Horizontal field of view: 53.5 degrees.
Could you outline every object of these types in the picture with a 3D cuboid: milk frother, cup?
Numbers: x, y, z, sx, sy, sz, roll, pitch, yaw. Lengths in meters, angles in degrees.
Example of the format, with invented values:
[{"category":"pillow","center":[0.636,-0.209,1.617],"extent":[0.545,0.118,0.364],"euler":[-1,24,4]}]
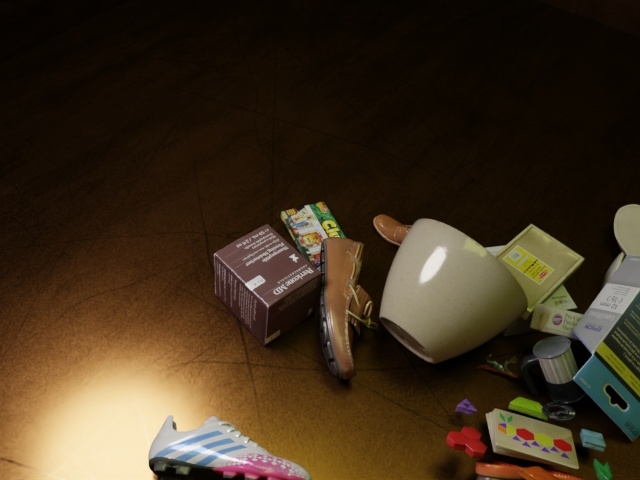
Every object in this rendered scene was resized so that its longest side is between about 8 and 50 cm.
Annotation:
[{"category":"milk frother","center":[0.535,0.316,1.436],"extent":[0.129,0.134,0.143],"euler":[-26,16,2]},{"category":"cup","center":[0.277,0.147,1.493],"extent":[0.331,0.331,0.237],"euler":[36,77,24]}]

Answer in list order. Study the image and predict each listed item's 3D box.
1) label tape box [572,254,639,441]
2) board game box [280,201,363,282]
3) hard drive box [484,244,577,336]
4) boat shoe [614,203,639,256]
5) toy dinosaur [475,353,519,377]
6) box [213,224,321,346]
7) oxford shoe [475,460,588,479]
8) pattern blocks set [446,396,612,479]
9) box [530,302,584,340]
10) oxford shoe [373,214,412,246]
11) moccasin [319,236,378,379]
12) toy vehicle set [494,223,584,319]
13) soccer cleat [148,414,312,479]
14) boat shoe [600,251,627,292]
[{"category":"label tape box","center":[0.719,0.243,1.465],"extent":[0.249,0.115,0.347],"euler":[43,81,-16]},{"category":"board game box","center":[0.000,0.000,1.749],"extent":[0.136,0.030,0.259],"euler":[-14,51,-22]},{"category":"hard drive box","center":[0.526,0.122,1.667],"extent":[0.181,0.089,0.232],"euler":[-6,49,-13]},{"category":"boat shoe","center":[0.918,0.034,1.801],"extent":[0.117,0.096,0.324],"euler":[-17,42,19]},{"category":"toy dinosaur","center":[0.434,0.310,1.529],"extent":[0.090,0.047,0.082],"euler":[-42,69,1]},{"category":"box","center":[-0.131,0.106,1.537],"extent":[0.169,0.167,0.203],"euler":[-32,59,-31]},{"category":"oxford shoe","center":[0.446,0.518,1.308],"extent":[0.272,0.097,0.098],"euler":[9,77,-5]},{"category":"pattern blocks set","center":[0.444,0.422,1.346],"extent":[0.325,0.026,0.285],"euler":[17,22,17]},{"category":"box","center":[0.663,0.219,1.538],"extent":[0.324,0.063,0.067],"euler":[16,88,-18]},{"category":"oxford shoe","center":[0.238,-0.021,1.771],"extent":[0.212,0.076,0.076],"euler":[36,54,25]},{"category":"moccasin","center":[0.070,0.157,1.542],"extent":[0.147,0.139,0.379],"euler":[2,45,-1]},{"category":"toy vehicle set","center":[0.534,0.074,1.627],"extent":[0.267,0.035,0.166],"euler":[-33,59,-31]},{"category":"soccer cleat","center":[-0.174,0.423,1.271],"extent":[0.332,0.116,0.143],"euler":[9,47,1]},{"category":"boat shoe","center":[0.794,0.138,1.687],"extent":[0.079,0.095,0.254],"euler":[22,50,15]}]
